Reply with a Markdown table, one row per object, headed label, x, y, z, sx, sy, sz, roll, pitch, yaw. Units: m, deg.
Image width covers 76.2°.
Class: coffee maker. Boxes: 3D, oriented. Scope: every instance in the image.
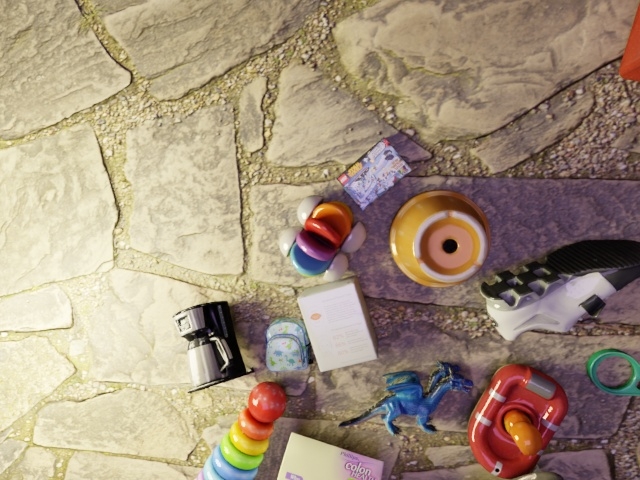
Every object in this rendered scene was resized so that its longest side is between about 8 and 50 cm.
| label | x | y | z | sx | sy | sz | roll | pitch | yaw |
| --- | --- | --- | --- | --- | --- | --- | --- | --- | --- |
| coffee maker | -0.245 | 0.237 | 0.933 | 0.120 | 0.171 | 0.178 | -19 | 76 | 4 |

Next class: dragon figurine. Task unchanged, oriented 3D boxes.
| label | x | y | z | sx | sy | sz | roll | pitch | yaw |
| --- | --- | --- | --- | --- | --- | --- | --- | --- | --- |
| dragon figurine | 0.180 | 0.338 | 0.893 | 0.288 | 0.085 | 0.144 | -3 | 93 | 5 |

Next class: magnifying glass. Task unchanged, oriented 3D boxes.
| label | x | y | z | sx | sy | sz | roll | pitch | yaw |
| --- | --- | --- | --- | --- | --- | --- | --- | --- | --- |
| magnifying glass | 0.670 | 0.301 | 0.843 | 0.230 | 0.026 | 0.092 | 25 | 99 | 5 |

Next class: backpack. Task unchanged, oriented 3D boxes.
| label | x | y | z | sx | sy | sz | roll | pitch | yaw |
| --- | --- | --- | --- | --- | --- | --- | --- | --- | --- |
| backpack | -0.076 | 0.237 | 0.926 | 0.104 | 0.084 | 0.115 | -5 | 92 | 7 |

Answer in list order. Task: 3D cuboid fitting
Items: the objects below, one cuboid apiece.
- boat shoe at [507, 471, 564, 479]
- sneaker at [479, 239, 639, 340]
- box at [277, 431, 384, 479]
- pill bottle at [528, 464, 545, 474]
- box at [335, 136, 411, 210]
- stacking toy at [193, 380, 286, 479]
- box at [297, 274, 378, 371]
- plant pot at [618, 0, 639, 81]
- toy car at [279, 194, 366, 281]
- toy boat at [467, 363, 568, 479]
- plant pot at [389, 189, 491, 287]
| label | x | y | z | sx | sy | sz | roll | pitch | yaw |
| --- | --- | --- | --- | --- | --- | --- | --- | --- | --- |
| boat shoe | 0.379 | 0.561 | 0.842 | 0.112 | 0.095 | 0.335 | 36 | 136 | 4 |
| sneaker | 0.497 | 0.103 | 0.816 | 0.330 | 0.122 | 0.146 | -20 | 110 | 10 |
| box | 0.003 | 0.573 | 0.868 | 0.213 | 0.117 | 0.243 | 14 | 57 | 7 |
| pill bottle | 0.463 | 0.548 | 0.870 | 0.086 | 0.086 | 0.152 | -29 | 91 | 11 |
| box | 0.114 | -0.143 | 0.884 | 0.137 | 0.027 | 0.094 | -39 | 90 | 11 |
| stacking toy | -0.178 | 0.480 | 0.957 | 0.141 | 0.141 | 0.331 | 28 | 92 | 5 |
| box | 0.042 | 0.179 | 0.897 | 0.130 | 0.091 | 0.171 | -16 | 93 | 11 |
| plant pot | 0.719 | -0.406 | 0.655 | 0.267 | 0.236 | 0.268 | 13 | 98 | 8 |
| toy car | 0.000 | 0.000 | 0.862 | 0.159 | 0.136 | 0.182 | 32 | 100 | 4 |
| toy boat | 0.400 | 0.378 | 0.825 | 0.150 | 0.151 | 0.231 | 26 | 99 | 12 |
| plant pot | 0.238 | 0.003 | 0.798 | 0.205 | 0.188 | 0.205 | 1 | 96 | 9 |
